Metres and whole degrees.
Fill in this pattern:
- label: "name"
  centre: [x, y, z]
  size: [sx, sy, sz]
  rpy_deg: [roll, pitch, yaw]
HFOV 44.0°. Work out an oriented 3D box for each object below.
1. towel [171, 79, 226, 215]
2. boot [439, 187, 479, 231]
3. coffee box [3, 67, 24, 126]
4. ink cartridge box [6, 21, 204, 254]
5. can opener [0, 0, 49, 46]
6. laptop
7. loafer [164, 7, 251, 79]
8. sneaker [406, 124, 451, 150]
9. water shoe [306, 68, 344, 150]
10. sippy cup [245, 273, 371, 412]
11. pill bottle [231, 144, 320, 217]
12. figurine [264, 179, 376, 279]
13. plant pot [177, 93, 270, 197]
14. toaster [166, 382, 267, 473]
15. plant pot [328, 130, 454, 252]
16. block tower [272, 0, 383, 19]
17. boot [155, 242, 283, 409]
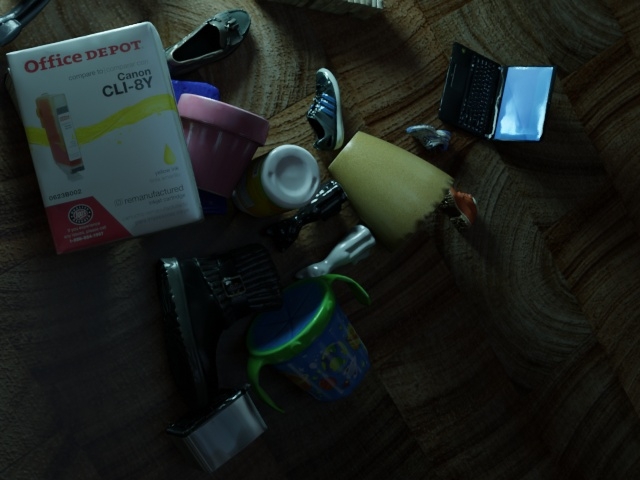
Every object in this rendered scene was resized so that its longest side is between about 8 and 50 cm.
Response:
- label: "towel"
  centre: [-0.326, -0.203, 1.766]
  size: [0.227, 0.076, 0.308]
  rpy_deg: [1, 83, -34]
- label: "boot"
  centre: [0.364, -0.109, 2.109]
  size: [0.084, 0.059, 0.158]
  rpy_deg: [-48, 114, -26]
- label: "coffee box"
  centre: [-0.536, -0.250, 1.644]
  size: [0.141, 0.098, 0.247]
  rpy_deg: [-25, 96, -26]
- label: "ink cartridge box"
  centre: [-0.404, -0.190, 1.520]
  size: [0.279, 0.160, 0.385]
  rpy_deg: [-14, 92, -5]
- label: "can opener"
  centre: [-0.628, -0.462, 1.651]
  size: [0.073, 0.059, 0.186]
  rpy_deg: [29, 60, 7]
- label: "laptop"
  centre: [0.481, -0.403, 2.153]
  size: [0.264, 0.136, 0.234]
  rpy_deg: [20, 75, -24]
- label: "loafer"
  centre: [-0.254, -0.455, 1.818]
  size: [0.267, 0.084, 0.096]
  rpy_deg: [-40, 102, -24]
- label: "sneaker"
  centre: [0.286, -0.268, 2.089]
  size: [0.135, 0.052, 0.058]
  rpy_deg: [10, 84, -25]
- label: "water shoe"
  centre: [0.006, -0.321, 1.941]
  size: [0.080, 0.073, 0.203]
  rpy_deg: [-10, 88, -25]
- label: "sippy cup"
  centre: [-0.012, 0.240, 1.798]
  size: [0.305, 0.240, 0.224]
  rpy_deg: [-34, 116, 13]
- label: "pill bottle"
  centre: [-0.110, -0.123, 1.762]
  size: [0.136, 0.245, 0.136]
  rpy_deg: [3, 83, -26]
- label: "figurine"
  centre: [0.000, 0.000, 1.903]
  size: [0.209, 0.092, 0.215]
  rpy_deg: [-37, 102, -17]
- label: "plant pot"
  centre: [-0.227, -0.194, 1.681]
  size: [0.201, 0.201, 0.180]
  rpy_deg: [18, 91, -24]
- label: "toaster"
  centre: [-0.219, 0.396, 1.686]
  size: [0.168, 0.185, 0.110]
  rpy_deg: [-35, 96, -26]
- label: "plant pot"
  centre: [0.151, -0.138, 1.928]
  size: [0.254, 0.237, 0.237]
  rpy_deg: [39, 68, -2]
- label: "block tower"
  centre: [-0.012, -0.628, 1.957]
  size: [0.335, 0.097, 0.091]
  rpy_deg: [4, 82, -28]
- label: "boot"
  centre: [-0.200, 0.176, 1.723]
  size: [0.260, 0.131, 0.348]
  rpy_deg: [-5, 74, -27]
